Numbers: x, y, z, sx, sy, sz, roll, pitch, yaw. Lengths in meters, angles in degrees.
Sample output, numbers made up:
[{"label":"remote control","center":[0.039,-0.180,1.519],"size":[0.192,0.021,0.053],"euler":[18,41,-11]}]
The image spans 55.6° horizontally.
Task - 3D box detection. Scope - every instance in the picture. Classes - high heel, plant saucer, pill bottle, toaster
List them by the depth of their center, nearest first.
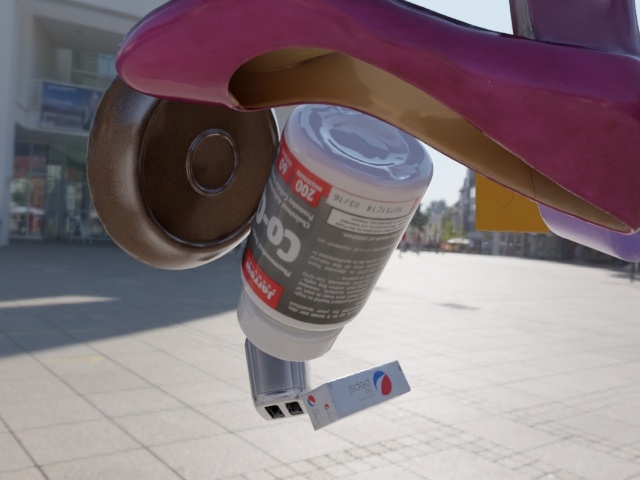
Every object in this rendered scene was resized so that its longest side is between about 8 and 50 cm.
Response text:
[{"label":"high heel","center":[0.027,-0.086,0.416],"size":[0.376,0.182,0.127],"euler":[-4,-6,18]},{"label":"pill bottle","center":[0.000,0.000,0.695],"size":[0.161,0.283,0.161],"euler":[14,38,-11]},{"label":"plant saucer","center":[-0.155,-0.106,0.810],"size":[0.050,0.311,0.310],"euler":[16,8,38]},{"label":"toaster","center":[-0.081,0.273,1.233],"size":[0.129,0.147,0.227],"euler":[-10,-29,-1]}]

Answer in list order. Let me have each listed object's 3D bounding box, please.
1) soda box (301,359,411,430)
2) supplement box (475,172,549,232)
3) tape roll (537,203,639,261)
[{"label":"soda box","center":[0.071,0.285,1.130],"size":[0.216,0.069,0.074],"euler":[-5,-26,-47]},{"label":"supplement box","center":[0.359,-0.143,1.119],"size":[0.129,0.192,0.194],"euler":[2,31,19]},{"label":"tape roll","center":[0.310,-0.079,0.608],"size":[0.188,0.189,0.080],"euler":[3,16,-34]}]
